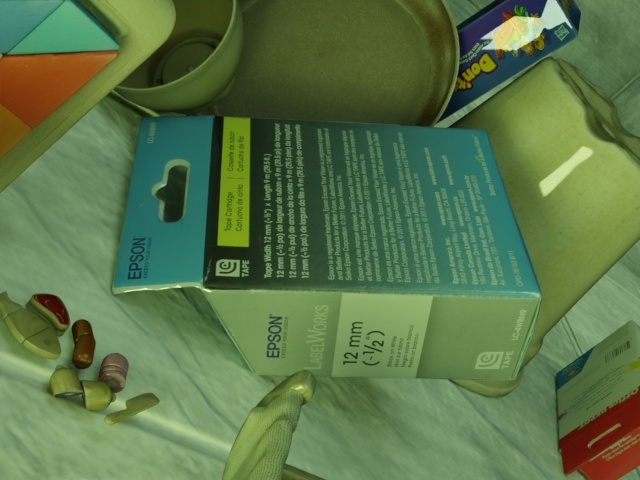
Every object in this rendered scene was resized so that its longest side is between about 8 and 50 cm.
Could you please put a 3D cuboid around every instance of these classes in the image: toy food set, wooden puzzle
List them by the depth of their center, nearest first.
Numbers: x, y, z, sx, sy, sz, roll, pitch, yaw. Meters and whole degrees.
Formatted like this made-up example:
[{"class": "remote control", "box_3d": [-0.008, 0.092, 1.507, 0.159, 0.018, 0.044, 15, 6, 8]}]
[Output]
[{"class": "wooden puzzle", "box_3d": [-0.225, -0.117, 0.565, 0.044, 0.238, 0.221, 47, 3, 42]}, {"class": "toy food set", "box_3d": [-0.171, 0.081, 0.669, 0.122, 0.019, 0.078, 45, 23, 14]}]

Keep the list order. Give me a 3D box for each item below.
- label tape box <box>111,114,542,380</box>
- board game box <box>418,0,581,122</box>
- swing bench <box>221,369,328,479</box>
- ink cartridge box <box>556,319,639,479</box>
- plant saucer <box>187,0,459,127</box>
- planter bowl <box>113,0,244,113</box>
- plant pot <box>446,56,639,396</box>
[{"class": "label tape box", "box_3d": [0.000, 0.000, 0.889, 0.347, 0.115, 0.249, 1, 40, -4]}, {"class": "board game box", "box_3d": [0.154, -0.209, 1.213, 0.078, 0.347, 0.233, 56, 24, -8]}, {"class": "swing bench", "box_3d": [0.013, 0.255, 0.538, 0.254, 0.165, 0.253, 37, 26, -8]}, {"class": "ink cartridge box", "box_3d": [0.370, 0.212, 1.196, 0.078, 0.134, 0.231, 44, 25, -9]}, {"class": "plant saucer", "box_3d": [-0.001, -0.197, 1.078, 0.311, 0.310, 0.050, 57, -5, 20]}, {"class": "planter bowl", "box_3d": [-0.146, -0.196, 0.980, 0.162, 0.162, 0.109, 60, 1, 26]}, {"class": "plant pot", "box_3d": [0.234, -0.039, 1.148, 0.333, 0.305, 0.334, 37, 26, -22]}]
